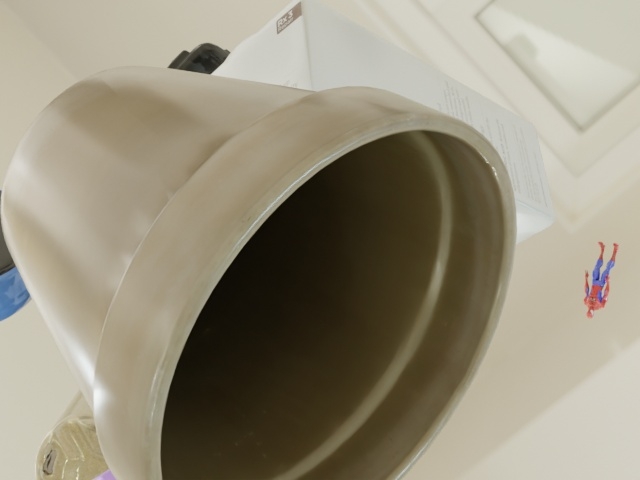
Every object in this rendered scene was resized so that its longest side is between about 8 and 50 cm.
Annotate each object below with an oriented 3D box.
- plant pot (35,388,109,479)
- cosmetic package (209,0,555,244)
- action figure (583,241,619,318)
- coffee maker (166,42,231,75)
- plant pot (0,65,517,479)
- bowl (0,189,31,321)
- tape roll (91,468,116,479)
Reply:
[{"bbox_3d":[-0.301,0.331,2.035,0.334,0.334,0.305,47,-156,-3],"label":"plant pot"},{"bbox_3d":[0.059,-0.095,1.406,0.385,0.217,0.156,20,-132,-35],"label":"cosmetic package"},{"bbox_3d":[0.399,0.058,1.766,0.030,0.038,0.115,38,-116,-55],"label":"action figure"},{"bbox_3d":[-0.207,-0.191,1.866,0.120,0.178,0.171,20,-119,-17],"label":"coffee maker"},{"bbox_3d":[-0.070,0.015,0.864,0.280,0.323,0.323,32,-173,38],"label":"plant pot"},{"bbox_3d":[-0.630,0.008,1.935,0.391,0.077,0.391,9,-150,-5],"label":"bowl"},{"bbox_3d":[-0.192,0.301,1.591,0.090,0.274,0.275,57,-159,5],"label":"tape roll"}]
